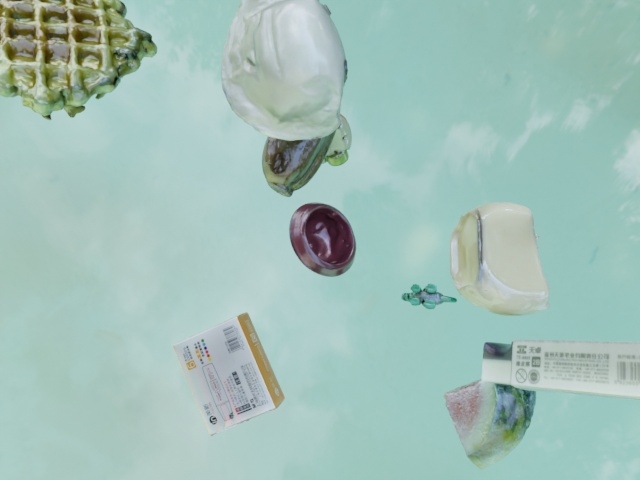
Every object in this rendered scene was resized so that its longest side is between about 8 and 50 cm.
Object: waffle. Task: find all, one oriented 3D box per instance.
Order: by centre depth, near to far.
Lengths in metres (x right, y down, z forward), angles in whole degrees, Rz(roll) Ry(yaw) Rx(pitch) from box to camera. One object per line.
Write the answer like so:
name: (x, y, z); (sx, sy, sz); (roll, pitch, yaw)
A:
waffle: (-0.431, -0.321, 0.795); (0.297, 0.073, 0.317); (34, 48, -2)

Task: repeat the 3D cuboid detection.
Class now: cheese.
cheese: (0.422, 0.041, 1.180); (0.233, 0.127, 0.266); (6, 70, -12)

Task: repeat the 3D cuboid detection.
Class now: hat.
hat: (0.000, 0.000, 1.330); (0.205, 0.089, 0.205); (13, 65, -31)

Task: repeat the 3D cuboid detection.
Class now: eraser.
eraser: (0.487, 0.245, 0.980); (0.096, 0.404, 0.098); (15, 74, -24)

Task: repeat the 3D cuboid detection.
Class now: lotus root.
lotus root: (-0.045, -0.213, 1.079); (0.123, 0.124, 0.241); (28, 89, 33)

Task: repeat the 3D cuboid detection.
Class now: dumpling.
dumpling: (-0.068, -0.312, 0.899); (0.227, 0.175, 0.243); (-12, 64, 13)

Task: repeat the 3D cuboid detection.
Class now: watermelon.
watermelon: (0.503, 0.504, 1.537); (0.232, 0.193, 0.310); (29, 92, 40)

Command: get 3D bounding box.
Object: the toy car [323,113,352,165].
toy car: (-0.027, -0.316, 1.494); (0.235, 0.145, 0.235); (-11, 43, 11)

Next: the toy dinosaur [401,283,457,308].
toy dinosaur: (0.255, 0.135, 1.217); (0.132, 0.096, 0.059); (4, 81, 17)

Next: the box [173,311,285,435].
box: (-0.251, 0.362, 1.406); (0.221, 0.091, 0.274); (-23, 85, 13)
